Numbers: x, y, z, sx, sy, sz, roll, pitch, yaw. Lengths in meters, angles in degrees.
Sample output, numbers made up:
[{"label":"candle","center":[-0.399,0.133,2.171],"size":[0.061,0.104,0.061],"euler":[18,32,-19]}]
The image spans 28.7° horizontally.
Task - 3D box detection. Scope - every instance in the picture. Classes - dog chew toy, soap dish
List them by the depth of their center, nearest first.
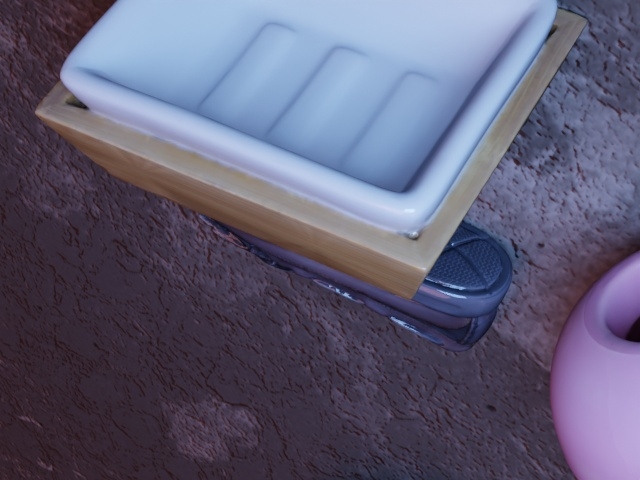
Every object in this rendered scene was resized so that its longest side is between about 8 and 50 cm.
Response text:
[{"label":"dog chew toy","center":[0.287,0.157,0.831],"size":[0.207,0.206,0.331],"euler":[-7,125,40]},{"label":"soap dish","center":[-0.003,-0.099,0.833],"size":[0.291,0.229,0.118],"euler":[22,149,22]}]

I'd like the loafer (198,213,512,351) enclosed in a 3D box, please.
[{"label":"loafer","center":[0.000,0.000,0.986],"size":[0.303,0.109,0.095],"euler":[26,138,14]}]
